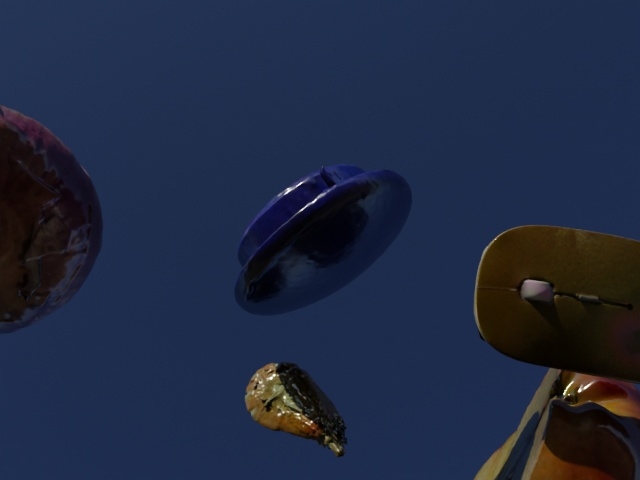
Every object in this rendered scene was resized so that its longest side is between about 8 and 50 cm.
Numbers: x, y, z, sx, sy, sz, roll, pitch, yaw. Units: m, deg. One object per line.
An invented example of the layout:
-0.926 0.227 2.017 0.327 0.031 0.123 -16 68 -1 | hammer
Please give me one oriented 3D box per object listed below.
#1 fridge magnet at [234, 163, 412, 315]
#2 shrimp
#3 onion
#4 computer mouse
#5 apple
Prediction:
0.000 0.000 1.154 0.265 0.265 0.112 -41 -111 9 | fridge magnet
-0.024 0.211 1.111 0.091 0.184 0.043 -39 -46 -22 | shrimp
-0.461 -0.049 1.183 0.348 0.285 0.347 -5 -50 -5 | onion
0.323 0.078 1.011 0.311 0.072 0.158 12 -104 -11 | computer mouse
0.264 0.326 1.113 0.295 0.328 0.364 8 -64 -30 | apple
